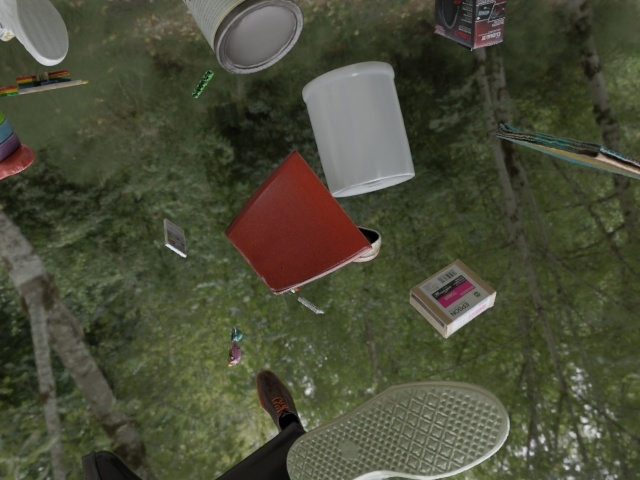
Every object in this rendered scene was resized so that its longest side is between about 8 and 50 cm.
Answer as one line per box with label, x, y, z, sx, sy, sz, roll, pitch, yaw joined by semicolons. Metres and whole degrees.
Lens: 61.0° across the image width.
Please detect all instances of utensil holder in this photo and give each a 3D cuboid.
utensil holder;0.137;-0.373;1.893;0.328;0.385;0.327;-13;177;-1

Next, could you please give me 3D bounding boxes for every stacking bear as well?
stacking bear;-0.858;-0.289;1.311;0.176;0.289;0.164;-27;-145;0

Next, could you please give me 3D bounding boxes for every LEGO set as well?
LEGO set;-0.087;0.153;1.791;0.060;0.244;0.182;-56;169;-2

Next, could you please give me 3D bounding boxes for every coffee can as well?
coffee can;-0.189;-0.528;1.156;0.202;0.275;0.201;-29;165;-9

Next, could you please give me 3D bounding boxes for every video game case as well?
video game case;-0.483;-0.009;1.802;0.011;0.122;0.087;-33;136;15

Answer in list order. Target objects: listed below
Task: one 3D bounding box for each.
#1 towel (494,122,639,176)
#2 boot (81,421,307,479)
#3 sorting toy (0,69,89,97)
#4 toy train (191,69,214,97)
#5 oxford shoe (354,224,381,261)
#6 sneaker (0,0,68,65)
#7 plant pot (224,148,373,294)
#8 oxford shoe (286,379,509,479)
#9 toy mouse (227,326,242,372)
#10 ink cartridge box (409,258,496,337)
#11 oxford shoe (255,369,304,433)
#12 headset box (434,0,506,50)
towel;0.605;-0.196;1.232;0.272;0.040;0.370;13;-166;-17
boot;-0.214;0.511;1.137;0.446;0.366;0.146;-24;173;-25
sorting toy;-0.756;-0.444;1.510;0.133;0.046;0.274;-5;-160;12
toy train;-0.294;-0.390;1.356;0.083;0.017;0.023;-47;-176;26
oxford shoe;0.000;0.000;1.735;0.398;0.140;0.146;-7;164;-5
sneaker;-0.712;-0.512;1.301;0.169;0.292;0.108;-33;172;41
plant pot;-0.067;-0.025;1.257;0.236;0.267;0.267;-39;-174;1
oxford shoe;0.135;0.364;1.011;0.450;0.169;0.130;-30;160;29
toy mouse;-0.250;0.312;1.604;0.031;0.143;0.161;8;-155;-12
ink cartridge box;0.464;0.199;1.914;0.235;0.193;0.088;-30;141;-20
oxford shoe;-0.113;0.501;1.631;0.097;0.271;0.098;-23;154;-21
headset box;0.440;-0.717;1.603;0.110;0.293;0.218;-19;-141;-14
